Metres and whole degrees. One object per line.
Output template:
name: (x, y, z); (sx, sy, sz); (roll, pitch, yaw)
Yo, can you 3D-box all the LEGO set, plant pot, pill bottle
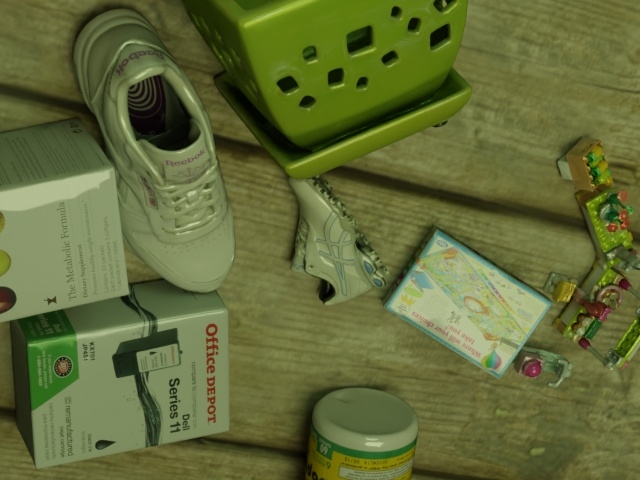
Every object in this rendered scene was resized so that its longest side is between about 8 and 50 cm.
LEGO set: (0.311, 0.036, 1.952); (0.132, 0.107, 0.287); (3, 113, -24)
plant pot: (0.005, -0.200, 1.644); (0.227, 0.228, 0.207); (-24, 127, -12)
pill bottle: (0.038, 0.277, 1.947); (0.118, 0.117, 0.208); (-3, 116, -22)

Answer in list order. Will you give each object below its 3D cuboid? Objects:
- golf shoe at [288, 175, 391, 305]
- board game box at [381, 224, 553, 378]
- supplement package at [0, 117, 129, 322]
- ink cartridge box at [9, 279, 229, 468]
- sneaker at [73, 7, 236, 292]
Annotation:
golf shoe: (0.000, 0.000, 1.829); (0.086, 0.069, 0.176); (-32, 122, 1)
board game box: (0.158, 0.067, 1.920); (0.154, 0.026, 0.103); (32, 99, -11)
supplement package: (-0.317, -0.008, 1.647); (0.244, 0.134, 0.139); (-13, 118, -17)
ink cartridge box: (-0.199, 0.130, 1.792); (0.208, 0.087, 0.153); (-10, 118, -20)
sneaker: (-0.149, -0.062, 1.683); (0.114, 0.152, 0.305); (-27, 123, -11)
